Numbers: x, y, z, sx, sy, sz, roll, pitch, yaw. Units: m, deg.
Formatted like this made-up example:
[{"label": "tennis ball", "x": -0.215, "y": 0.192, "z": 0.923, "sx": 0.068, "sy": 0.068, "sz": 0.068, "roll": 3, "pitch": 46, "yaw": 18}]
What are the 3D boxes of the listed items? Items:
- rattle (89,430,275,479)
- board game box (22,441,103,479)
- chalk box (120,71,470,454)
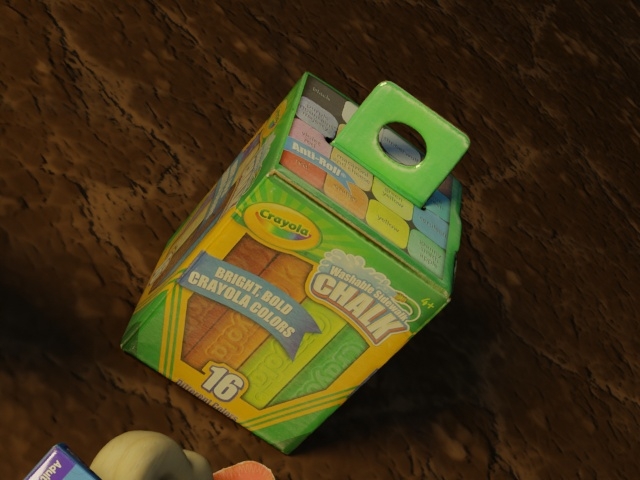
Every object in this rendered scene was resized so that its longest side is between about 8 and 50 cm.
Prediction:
[{"label": "rattle", "x": -0.118, "y": 0.150, "z": 0.642, "sx": 0.200, "sy": 0.143, "sz": 0.130, "roll": -40, "pitch": 116, "yaw": -74}, {"label": "board game box", "x": -0.078, "y": 0.208, "z": 0.500, "sx": 0.210, "sy": 0.160, "sz": 0.047, "roll": 41, "pitch": -11, "yaw": -1}, {"label": "chalk box", "x": 0.000, "y": 0.000, "z": 0.780, "sx": 0.132, "sy": 0.213, "sz": 0.132, "roll": 35, "pitch": 32, "yaw": -12}]
